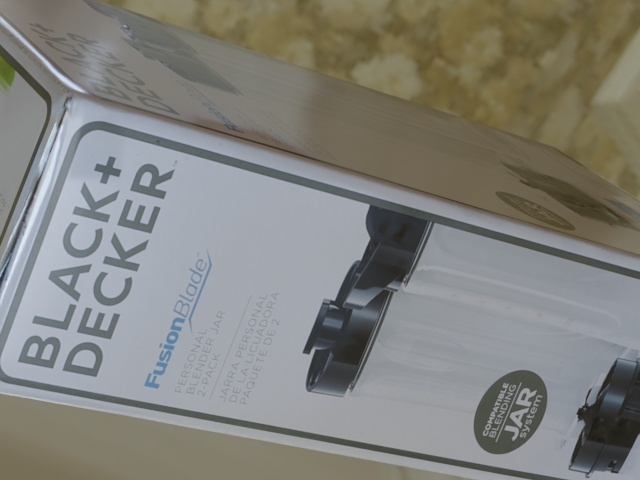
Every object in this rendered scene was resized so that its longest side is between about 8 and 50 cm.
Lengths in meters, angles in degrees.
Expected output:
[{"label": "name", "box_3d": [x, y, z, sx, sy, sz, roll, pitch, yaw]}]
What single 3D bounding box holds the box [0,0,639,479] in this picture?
[{"label": "box", "box_3d": [0.000, 0.000, 0.597, 0.290, 0.087, 0.169, 15, -165, -32]}]
